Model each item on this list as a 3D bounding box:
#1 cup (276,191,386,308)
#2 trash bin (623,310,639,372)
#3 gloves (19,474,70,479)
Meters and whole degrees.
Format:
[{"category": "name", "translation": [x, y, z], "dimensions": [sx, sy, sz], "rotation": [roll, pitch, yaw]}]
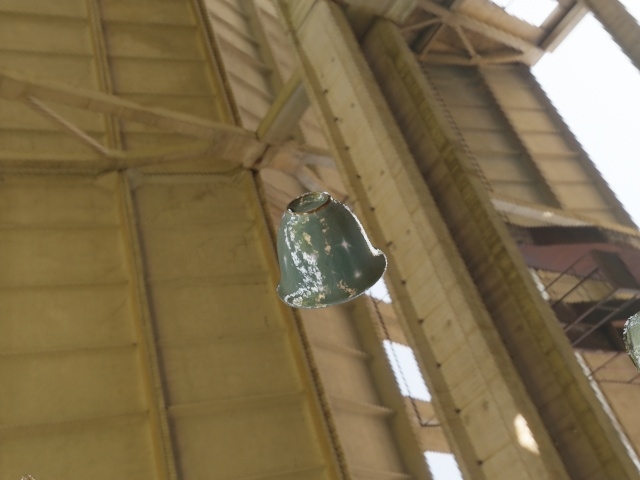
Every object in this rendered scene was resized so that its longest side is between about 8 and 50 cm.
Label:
[{"category": "cup", "translation": [0.000, 0.000, 1.267], "dimensions": [0.199, 0.199, 0.150], "rotation": [-61, -41, -54]}, {"category": "trash bin", "translation": [0.511, 0.097, 0.813], "dimensions": [0.217, 0.262, 0.277], "rotation": [-6, -123, -47]}, {"category": "gloves", "translation": [-0.242, 0.307, 0.640], "dimensions": [0.124, 0.164, 0.203], "rotation": [-13, -118, -28]}]
